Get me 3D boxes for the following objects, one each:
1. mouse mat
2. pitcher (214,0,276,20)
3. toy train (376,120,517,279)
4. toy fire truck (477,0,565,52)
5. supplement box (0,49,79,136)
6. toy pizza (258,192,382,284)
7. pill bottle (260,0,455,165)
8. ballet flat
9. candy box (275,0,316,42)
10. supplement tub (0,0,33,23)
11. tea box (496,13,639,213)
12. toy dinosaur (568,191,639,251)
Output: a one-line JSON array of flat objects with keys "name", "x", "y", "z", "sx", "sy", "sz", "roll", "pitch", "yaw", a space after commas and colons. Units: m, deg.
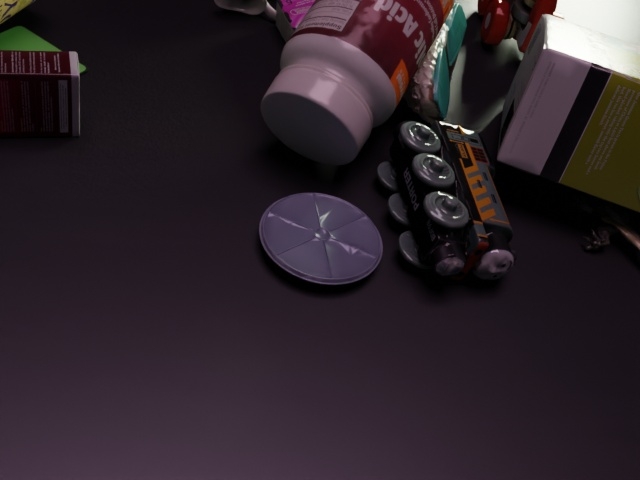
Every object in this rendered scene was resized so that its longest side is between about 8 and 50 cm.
[{"name": "mouse mat", "x": -0.543, "y": -0.328, "z": 1.499, "sx": 0.190, "sy": 0.007, "sz": 0.152, "roll": 34, "pitch": 47, "yaw": 16}, {"name": "pitcher", "x": -0.135, "y": -0.576, "z": 1.787, "sx": 0.178, "sy": 0.125, "sz": 0.207, "roll": 22, "pitch": 52, "yaw": -23}, {"name": "toy train", "x": 0.217, "y": -0.073, "z": 1.376, "sx": 0.190, "sy": 0.142, "sz": 0.333, "roll": 8, "pitch": 44, "yaw": -21}, {"name": "toy fire truck", "x": 0.477, "y": -0.575, "z": 1.844, "sx": 0.170, "sy": 0.253, "sz": 0.302, "roll": 10, "pitch": 45, "yaw": -5}, {"name": "supplement box", "x": -0.517, "y": -0.237, "z": 1.330, "sx": 0.240, "sy": 0.130, "sz": 0.073, "roll": -3, "pitch": 47, "yaw": -19}, {"name": "toy pizza", "x": 0.000, "y": 0.000, "z": 1.311, "sx": 0.201, "sy": 0.032, "sz": 0.201, "roll": 9, "pitch": 44, "yaw": -9}, {"name": "pill bottle", "x": 0.068, "y": -0.342, "z": 1.461, "sx": 0.224, "sy": 0.224, "sz": 0.392, "roll": 25, "pitch": 67, "yaw": 10}, {"name": "ballet flat", "x": 0.211, "y": -0.359, "z": 1.674, "sx": 0.147, "sy": 0.147, "sz": 0.409, "roll": 19, "pitch": 42, "yaw": 3}, {"name": "candy box", "x": 0.017, "y": -0.419, "z": 1.681, "sx": 0.159, "sy": 0.071, "sz": 0.233, "roll": -14, "pitch": 52, "yaw": -15}, {"name": "supplement tub", "x": -0.663, "y": -0.463, "z": 1.431, "sx": 0.241, "sy": 0.241, "sz": 0.331, "roll": 23, "pitch": 46, "yaw": 7}, {"name": "tea box", "x": 0.517, "y": -0.236, "z": 1.502, "sx": 0.324, "sy": 0.220, "sz": 0.329, "roll": 21, "pitch": 29, "yaw": 3}, {"name": "toy dinosaur", "x": 0.514, "y": -0.034, "z": 1.469, "sx": 0.118, "sy": 0.064, "sz": 0.268, "roll": -2, "pitch": 50, "yaw": -26}]
